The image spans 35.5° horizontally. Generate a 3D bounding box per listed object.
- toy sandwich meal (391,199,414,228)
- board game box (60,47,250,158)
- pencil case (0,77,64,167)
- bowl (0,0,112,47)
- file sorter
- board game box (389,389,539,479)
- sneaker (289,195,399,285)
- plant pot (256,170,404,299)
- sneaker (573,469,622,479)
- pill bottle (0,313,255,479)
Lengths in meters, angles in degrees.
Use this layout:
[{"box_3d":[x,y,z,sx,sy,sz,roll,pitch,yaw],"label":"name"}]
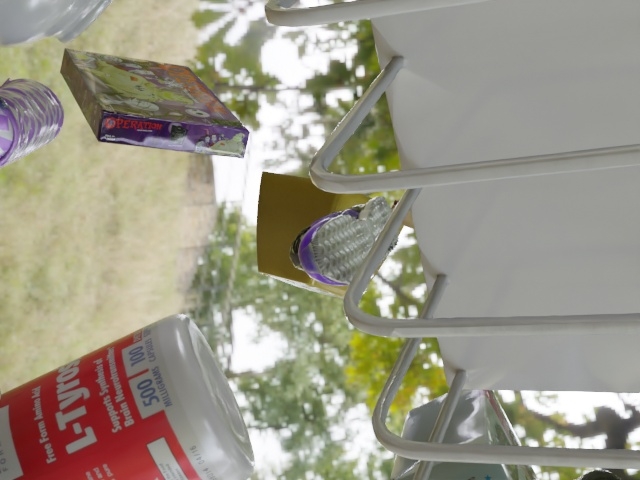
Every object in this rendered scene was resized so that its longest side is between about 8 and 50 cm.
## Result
[{"box_3d":[0.160,-0.049,1.640,0.085,0.086,0.029,107,-14,-50],"label":"toy sandwich meal"},{"box_3d":[-0.254,-0.208,1.476,0.347,0.208,0.056,47,-56,57],"label":"board game box"},{"box_3d":[-0.338,-0.126,1.059,0.086,0.088,0.206,-52,-173,9],"label":"pencil case"},{"box_3d":[-0.287,-0.310,1.085,0.298,0.134,0.297,-37,-152,24],"label":"bowl"},{"box_3d":[0.109,-0.008,0.441,0.173,0.193,0.277,-53,135,-55],"label":"file sorter"},{"box_3d":[0.178,0.300,0.907,0.303,0.098,0.224,64,12,-2],"label":"board game box"},{"box_3d":[0.011,0.017,1.499,0.293,0.146,0.102,-27,98,-65],"label":"sneaker"},{"box_3d":[0.000,0.000,1.870,0.212,0.212,0.187,13,-97,42],"label":"plant pot"},{"box_3d":[0.098,0.276,0.647,0.124,0.295,0.178,50,-51,5],"label":"sneaker"},{"box_3d":[-0.306,0.273,1.238,0.229,0.408,0.229,155,-90,-88],"label":"pill bottle"}]
